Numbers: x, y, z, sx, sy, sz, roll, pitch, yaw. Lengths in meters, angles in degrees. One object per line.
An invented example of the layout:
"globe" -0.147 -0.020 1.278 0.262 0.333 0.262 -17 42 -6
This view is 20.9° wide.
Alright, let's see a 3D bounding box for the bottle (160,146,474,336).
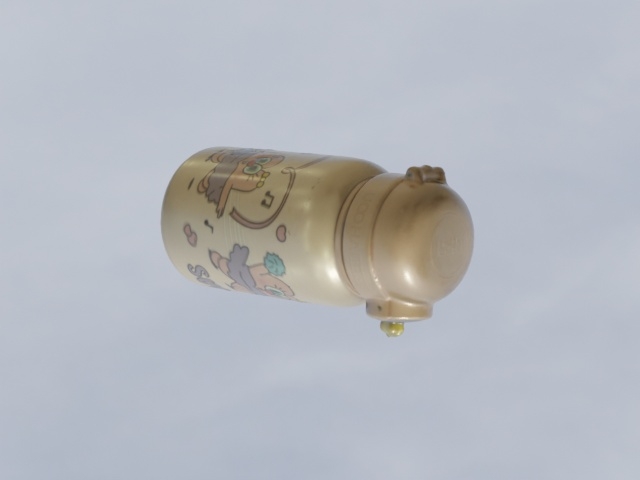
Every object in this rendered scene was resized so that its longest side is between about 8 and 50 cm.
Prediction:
"bottle" 0.000 0.000 1.107 0.209 0.110 0.097 8 -172 43
